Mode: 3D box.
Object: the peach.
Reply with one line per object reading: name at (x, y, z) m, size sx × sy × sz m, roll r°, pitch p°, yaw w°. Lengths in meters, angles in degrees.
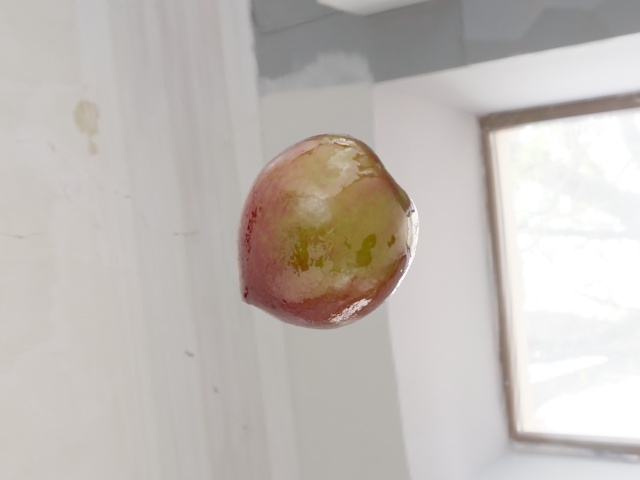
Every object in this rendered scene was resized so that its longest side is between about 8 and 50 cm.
peach at (0.000, 0.000, 0.976) m, size 0.197 × 0.197 × 0.197 m, roll 8°, pitch -100°, yaw -54°
